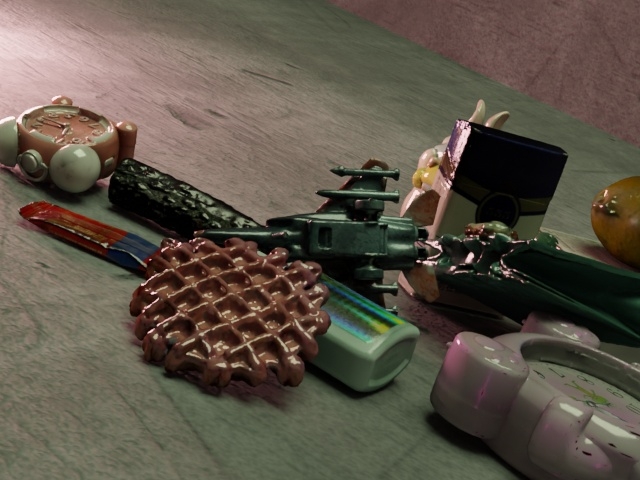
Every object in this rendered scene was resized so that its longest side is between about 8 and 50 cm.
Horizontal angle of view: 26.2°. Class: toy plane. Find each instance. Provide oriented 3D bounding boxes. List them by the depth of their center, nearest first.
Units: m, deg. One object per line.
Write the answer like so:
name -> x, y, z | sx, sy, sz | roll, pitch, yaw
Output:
toy plane -> 0.003, -0.001, 1.743 | 0.326, 0.223, 0.104 | 3, -6, -25

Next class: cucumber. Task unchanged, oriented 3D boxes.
cucumber -> -0.150, -0.023, 1.820 | 0.300, 0.072, 0.072 | 26, 18, 13

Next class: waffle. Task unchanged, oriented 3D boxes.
waffle -> -0.098, 0.076, 1.510 | 0.221, 0.055, 0.234 | 11, 39, 1

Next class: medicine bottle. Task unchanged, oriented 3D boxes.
medicine bottle -> -0.007, 0.088, 1.623 | 0.229, 0.083, 0.121 | 30, 29, 25

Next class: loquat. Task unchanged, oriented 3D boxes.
loquat -> 0.492, -0.027, 2.075 | 0.195, 0.152, 0.152 | 27, 14, -22

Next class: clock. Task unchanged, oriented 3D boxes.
clock -> 0.314, 0.208, 1.585 | 0.322, 0.113, 0.295 | 31, 20, 27
clock -> -0.350, -0.121, 1.867 | 0.166, 0.092, 0.162 | 23, 26, 18

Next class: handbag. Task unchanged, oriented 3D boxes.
handbag -> 0.300, 0.053, 1.824 | 0.274, 0.100, 0.269 | 24, -9, -24

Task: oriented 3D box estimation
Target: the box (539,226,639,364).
box -> 0.433, 0.087, 2.078 | 0.194, 0.111, 0.260 | 14, 16, -26

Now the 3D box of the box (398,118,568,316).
box -> 0.230, -0.031, 1.952 | 0.168, 0.259, 0.071 | 12, 17, -24

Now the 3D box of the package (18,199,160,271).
package -> -0.270, -0.002, 1.697 | 0.200, 0.022, 0.083 | 24, 18, 6

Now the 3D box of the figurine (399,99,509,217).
figurine -> 0.211, -0.106, 2.189 | 0.127, 0.235, 0.155 | 32, 21, 32
